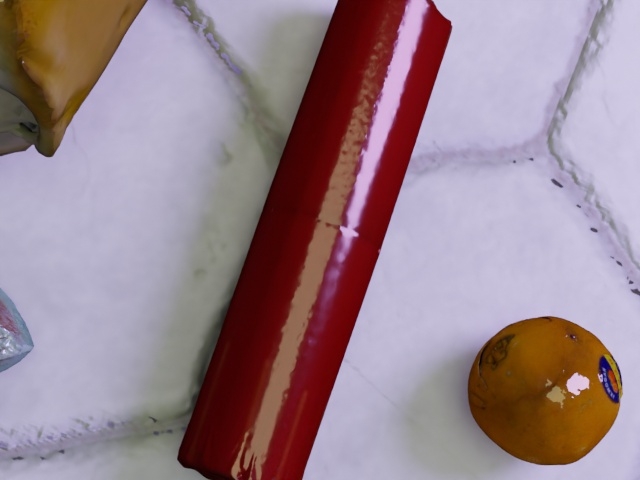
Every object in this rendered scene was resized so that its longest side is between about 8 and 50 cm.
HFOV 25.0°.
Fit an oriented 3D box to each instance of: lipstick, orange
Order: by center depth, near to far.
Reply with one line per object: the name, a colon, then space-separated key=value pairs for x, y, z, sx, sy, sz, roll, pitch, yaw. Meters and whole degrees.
lipstick: x=-0.001 y=0.000 z=0.769 sx=0.073 sy=0.073 sz=0.279 roll=21 pitch=80 yaw=-8
orange: x=0.121 y=0.081 z=0.780 sx=0.083 sy=0.083 sz=0.083 roll=1 pitch=83 yaw=-11

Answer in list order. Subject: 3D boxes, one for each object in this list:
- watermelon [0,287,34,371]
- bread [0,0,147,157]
watermelon: x=-0.188 y=0.041 z=0.730 sx=0.085 sy=0.061 sz=0.085 roll=0 pitch=81 yaw=-2
bread: x=-0.192 y=-0.277 z=0.670 sx=0.361 sy=0.250 sz=0.394 roll=32 pitch=78 yaw=-7
